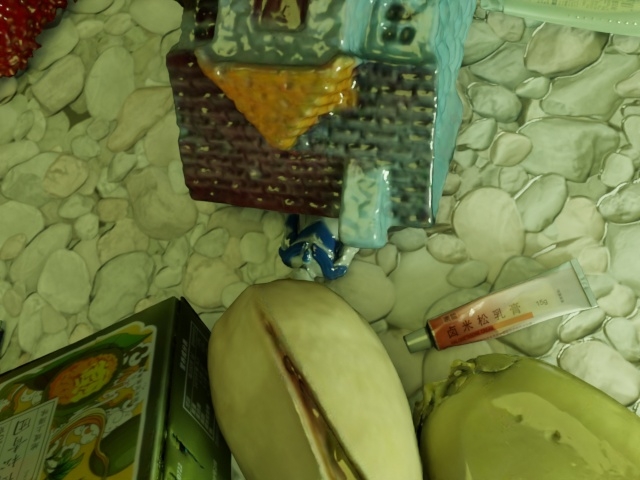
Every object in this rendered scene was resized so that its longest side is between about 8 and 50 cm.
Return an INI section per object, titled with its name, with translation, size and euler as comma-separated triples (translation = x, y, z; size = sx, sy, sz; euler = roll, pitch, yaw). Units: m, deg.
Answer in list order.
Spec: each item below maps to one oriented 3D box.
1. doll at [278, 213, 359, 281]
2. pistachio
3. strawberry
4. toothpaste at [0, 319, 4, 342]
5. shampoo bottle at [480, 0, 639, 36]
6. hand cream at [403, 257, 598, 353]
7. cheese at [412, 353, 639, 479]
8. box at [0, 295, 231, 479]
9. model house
[doll]
translation = 0.000, 0.000, 0.924
size = 0.114, 0.057, 0.227
euler = 14, 77, 15
[pistachio]
translation = -0.003, 0.181, 0.786
size = 0.194, 0.214, 0.318
euler = -29, 56, -5
[strawberry]
translation = -0.491, -0.397, 1.132
size = 0.233, 0.138, 0.306
euler = 36, 90, 23
[toothpaste]
translation = -0.452, 0.150, 1.043
size = 0.027, 0.019, 0.083
euler = 14, 81, -5
[shampoo bottle]
translation = 0.301, -0.290, 0.910
size = 0.213, 0.049, 0.072
euler = 15, 82, 19
[hand cream]
translation = 0.199, 0.085, 0.858
size = 0.216, 0.038, 0.052
euler = -21, 99, 7
[cheese]
translation = 0.221, 0.257, 0.761
size = 0.259, 0.128, 0.316
euler = -41, 75, -4
[box]
translation = -0.282, 0.286, 0.778
size = 0.373, 0.138, 0.420
euler = -24, 32, 10
[model house]
translation = -0.030, -0.171, 0.862
size = 0.360, 0.297, 0.338
euler = 7, 90, 18
